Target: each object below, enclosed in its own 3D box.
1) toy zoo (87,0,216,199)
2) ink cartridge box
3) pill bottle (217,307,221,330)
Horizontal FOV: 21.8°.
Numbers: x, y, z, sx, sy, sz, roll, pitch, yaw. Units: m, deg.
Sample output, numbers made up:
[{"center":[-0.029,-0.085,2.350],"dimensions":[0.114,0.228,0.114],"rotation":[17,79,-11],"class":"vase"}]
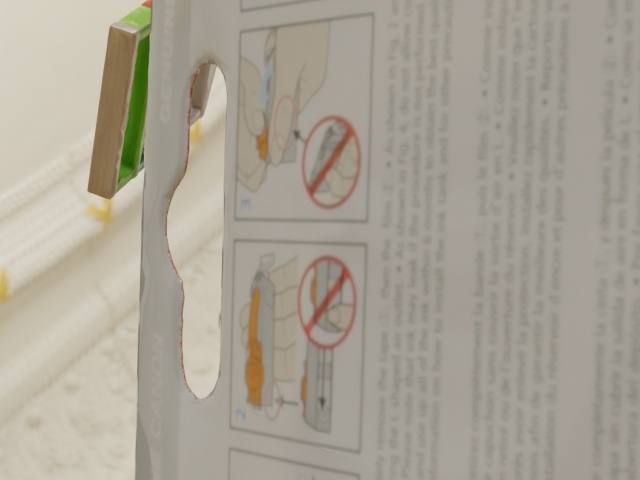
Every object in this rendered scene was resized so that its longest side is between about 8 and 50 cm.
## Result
[{"center":[-0.161,-0.186,1.778],"dimensions":[0.293,0.030,0.192],"rotation":[-52,-22,-57],"class":"toy zoo"},{"center":[0.081,0.001,0.490],"dimensions":[0.091,0.385,0.308],"rotation":[2,-90,-37],"class":"ink cartridge box"},{"center":[0.000,0.000,1.222],"dimensions":[0.103,0.103,0.184],"rotation":[-4,-61,-60],"class":"pill bottle"}]
